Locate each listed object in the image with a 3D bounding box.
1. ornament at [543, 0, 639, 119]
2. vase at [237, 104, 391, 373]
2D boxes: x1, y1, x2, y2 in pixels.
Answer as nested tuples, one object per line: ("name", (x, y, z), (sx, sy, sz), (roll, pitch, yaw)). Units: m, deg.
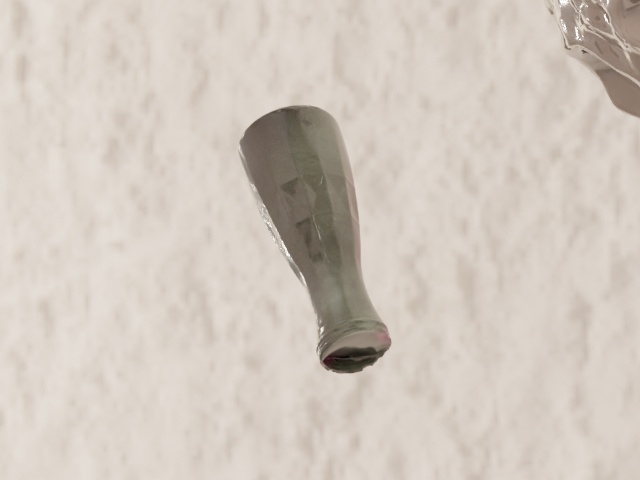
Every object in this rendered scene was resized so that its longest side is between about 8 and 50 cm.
("ornament", (0.278, -0.193, 1.001), (0.337, 0.337, 0.337), (1, 91, 56))
("vase", (0.000, 0.000, 1.462), (0.086, 0.086, 0.214), (-55, 41, 41))
